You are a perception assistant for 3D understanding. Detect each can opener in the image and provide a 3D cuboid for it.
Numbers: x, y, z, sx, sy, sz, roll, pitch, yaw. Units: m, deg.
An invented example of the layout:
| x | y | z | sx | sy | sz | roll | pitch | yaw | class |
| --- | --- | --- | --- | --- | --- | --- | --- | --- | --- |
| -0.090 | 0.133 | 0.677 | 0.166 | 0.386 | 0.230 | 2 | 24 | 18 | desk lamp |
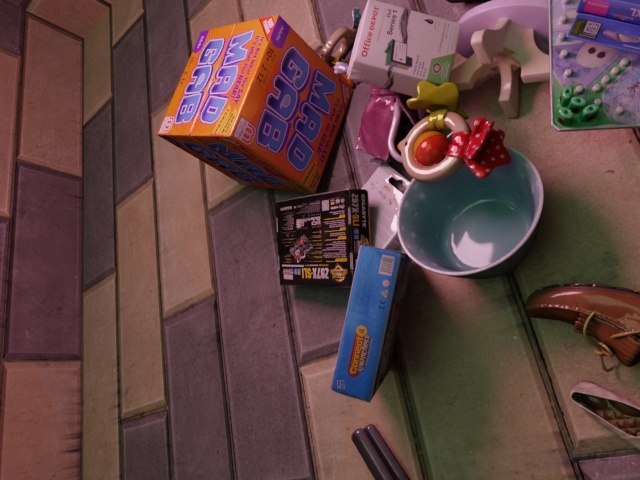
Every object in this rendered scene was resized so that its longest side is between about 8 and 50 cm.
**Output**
| x | y | z | sx | sy | sz | roll | pitch | yaw | class |
| --- | --- | --- | --- | --- | --- | --- | --- | --- | --- |
| 0.177 | 0.552 | 1.148 | 0.280 | 0.074 | 0.093 | 49 | 128 | 39 | can opener |

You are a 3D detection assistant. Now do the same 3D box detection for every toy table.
| x | y | z | sx | sy | sz | roll | pitch | yaw | class |
| --- | --- | --- | --- | --- | --- | --- | --- | --- | --- |
| 0.409 | -0.414 | 1.100 | 0.274 | 0.252 | 0.160 | 1 | 63 | 52 | toy table |

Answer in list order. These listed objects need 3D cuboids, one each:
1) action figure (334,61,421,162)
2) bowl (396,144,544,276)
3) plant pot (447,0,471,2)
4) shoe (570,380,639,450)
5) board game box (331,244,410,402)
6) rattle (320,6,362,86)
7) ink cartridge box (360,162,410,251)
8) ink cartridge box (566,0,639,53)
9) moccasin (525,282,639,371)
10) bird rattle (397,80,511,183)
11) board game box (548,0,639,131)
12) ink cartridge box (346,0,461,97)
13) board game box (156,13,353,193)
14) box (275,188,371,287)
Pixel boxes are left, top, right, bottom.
| x | y | z | sx | sy | sz | roll | pitch | yaw | class |
| --- | --- | --- | --- | --- | --- | --- | --- | --- | --- |
| 0.165 | -0.378 | 1.233 | 0.248 | 0.275 | 0.369 | -6 | 107 | 3 | action figure |
| 0.341 | -0.041 | 1.072 | 0.312 | 0.163 | 0.311 | -19 | 55 | 30 | bowl |
| 0.402 | -0.683 | 1.194 | 0.231 | 0.216 | 0.215 | -4 | 76 | 54 | plant pot |
| 0.560 | 0.331 | 0.887 | 0.219 | 0.058 | 0.076 | 27 | 98 | 41 | shoe |
| 0.128 | 0.171 | 1.120 | 0.086 | 0.302 | 0.307 | 12 | 90 | 15 | board game box |
| 0.104 | -0.596 | 1.500 | 0.200 | 0.130 | 0.143 | -45 | 62 | -9 | rattle |
| 0.165 | -0.069 | 1.333 | 0.232 | 0.066 | 0.189 | -50 | 52 | 9 | ink cartridge box |
| 0.599 | -0.492 | 0.880 | 0.186 | 0.065 | 0.310 | 25 | 89 | 20 | ink cartridge box |
| 0.565 | 0.172 | 0.883 | 0.380 | 0.139 | 0.146 | 14 | 80 | 32 | moccasin |
| 0.274 | -0.209 | 1.062 | 0.207 | 0.143 | 0.253 | -43 | 57 | 26 | bird rattle |
| 0.639 | -0.403 | 0.907 | 0.390 | 0.050 | 0.389 | 1 | 79 | 17 | board game box |
| 0.186 | -0.429 | 1.113 | 0.092 | 0.220 | 0.160 | 126 | 157 | -81 | ink cartridge box |
| -0.190 | -0.386 | 1.471 | 0.357 | 0.357 | 0.355 | 11 | 78 | 42 | board game box |
| 0.000 | 0.000 | 1.376 | 0.322 | 0.079 | 0.256 | -5 | 89 | 49 | box |
